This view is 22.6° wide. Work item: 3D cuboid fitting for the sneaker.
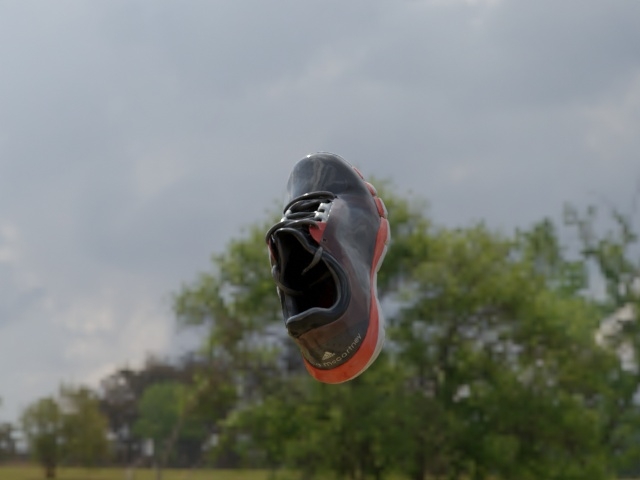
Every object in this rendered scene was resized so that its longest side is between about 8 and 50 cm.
[{"bbox_3d":[0.000,0.000,0.871,0.061,0.158,0.065,-26,-46,17],"label":"sneaker"}]
